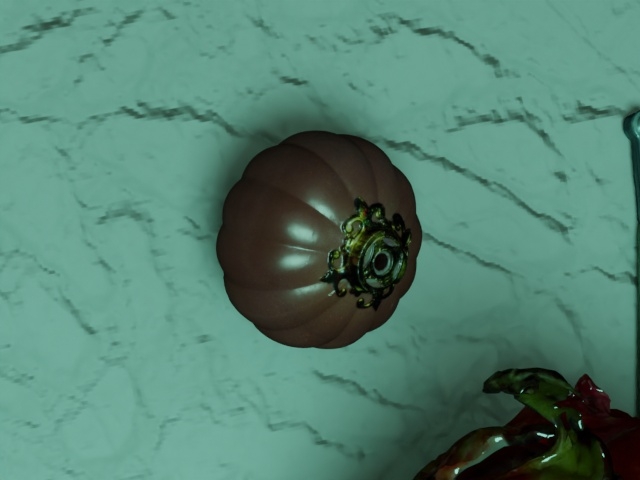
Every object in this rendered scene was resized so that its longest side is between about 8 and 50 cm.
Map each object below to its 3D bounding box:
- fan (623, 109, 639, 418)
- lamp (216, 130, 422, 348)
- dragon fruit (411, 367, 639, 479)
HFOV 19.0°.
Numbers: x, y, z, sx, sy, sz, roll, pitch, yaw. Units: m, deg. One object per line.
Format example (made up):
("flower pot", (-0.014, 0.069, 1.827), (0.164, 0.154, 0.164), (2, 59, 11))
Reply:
("fan", (0.176, 0.028, 0.999), (0.038, 0.016, 0.193), (-2, 84, -15))
("lamp", (0.000, 0.000, 0.926), (0.107, 0.092, 0.107), (-14, 112, -36))
("dragon fruit", (0.087, 0.221, 0.836), (0.291, 0.269, 0.250), (-41, 82, -17))
